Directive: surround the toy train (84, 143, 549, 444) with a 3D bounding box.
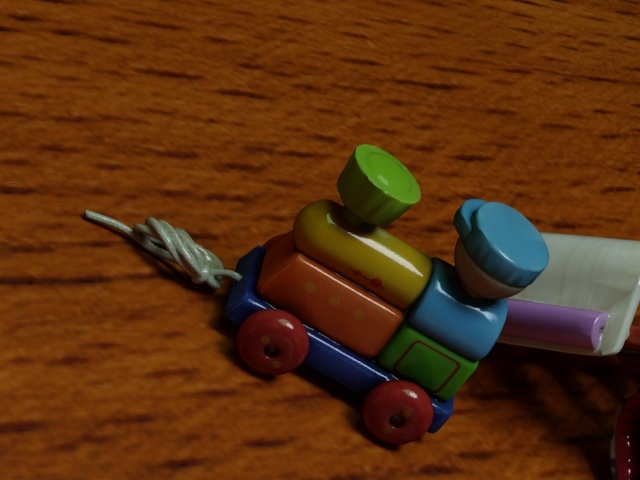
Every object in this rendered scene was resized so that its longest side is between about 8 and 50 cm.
[{"bbox_3d":[0.000,0.000,0.991,0.248,0.143,0.105,30,30,-12],"label":"toy train"}]

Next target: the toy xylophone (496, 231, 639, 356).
[{"bbox_3d":[0.267,0.058,1.136,0.323,0.081,0.236,14,-6,-34],"label":"toy xylophone"}]

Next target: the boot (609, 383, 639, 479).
[{"bbox_3d":[0.354,0.234,1.041,0.284,0.138,0.377,19,30,-30],"label":"boot"}]
